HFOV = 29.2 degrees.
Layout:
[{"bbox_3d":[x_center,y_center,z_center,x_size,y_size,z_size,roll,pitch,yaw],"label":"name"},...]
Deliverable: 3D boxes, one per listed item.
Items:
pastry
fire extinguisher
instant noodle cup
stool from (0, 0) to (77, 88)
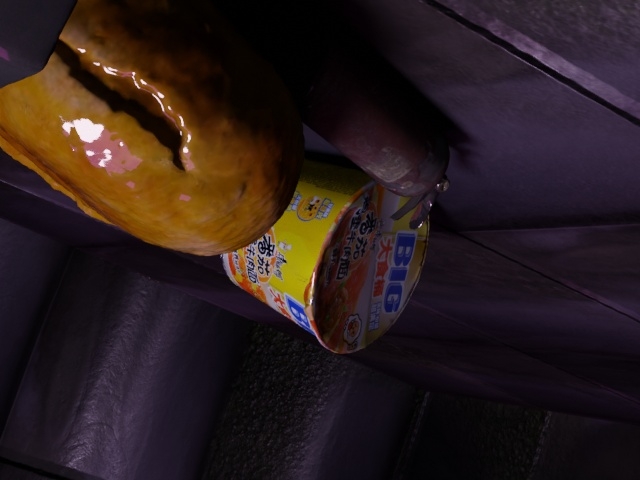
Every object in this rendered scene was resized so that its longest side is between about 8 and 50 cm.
[{"bbox_3d":[-0.168,-0.115,0.922,0.356,0.164,0.356,34,165,10],"label":"pastry"},{"bbox_3d":[0.041,-0.087,1.038,0.072,0.089,0.267,42,-175,38],"label":"fire extinguisher"},{"bbox_3d":[0.000,0.000,1.314,0.153,0.205,0.205,24,173,32],"label":"instant noodle cup"},{"bbox_3d":[-0.171,-0.188,0.587,0.141,0.232,0.232,23,169,-27],"label":"stool"}]
